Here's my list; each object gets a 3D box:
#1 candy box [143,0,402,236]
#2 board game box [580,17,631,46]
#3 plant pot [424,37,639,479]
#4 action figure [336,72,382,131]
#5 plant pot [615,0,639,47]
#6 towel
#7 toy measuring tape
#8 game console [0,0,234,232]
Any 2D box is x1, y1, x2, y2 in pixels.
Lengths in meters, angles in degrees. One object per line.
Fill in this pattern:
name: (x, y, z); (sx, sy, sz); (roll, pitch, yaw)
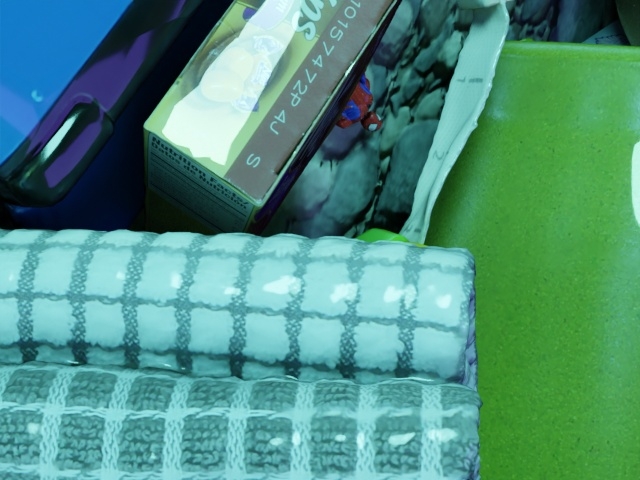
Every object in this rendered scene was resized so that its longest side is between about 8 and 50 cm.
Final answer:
candy box: (-0.024, -0.051, 0.494); (0.109, 0.053, 0.187); (-57, -178, -14)
board game box: (0.305, -0.071, 1.089); (0.318, 0.066, 0.319); (-36, 138, -42)
plant pot: (0.194, 0.053, 0.761); (0.366, 0.366, 0.353); (-8, 105, -56)
action figure: (0.011, -0.089, 0.649); (0.038, 0.030, 0.115); (-65, 152, -12)
plant pot: (0.375, -0.210, 0.868); (0.215, 0.215, 0.230); (-35, 171, -43)
towel: (-0.054, 0.113, 0.455); (0.284, 0.235, 0.121); (80, 11, -54)
toy measuring tape: (0.000, 0.000, 0.610); (0.121, 0.121, 0.330); (16, 93, -60)
game console: (-0.082, -0.154, 0.458); (0.250, 0.173, 0.293); (42, 70, -26)
